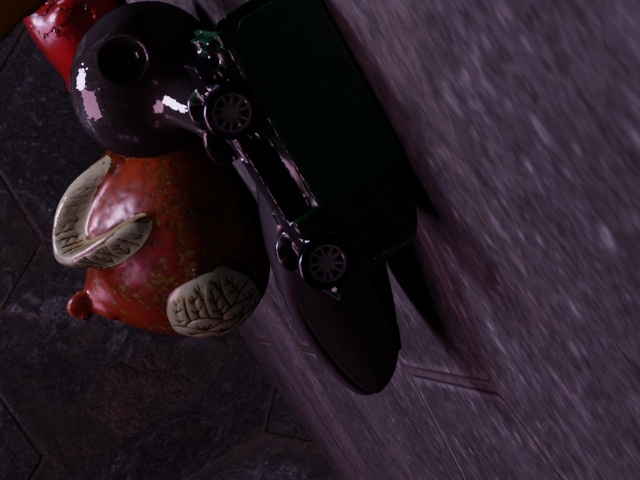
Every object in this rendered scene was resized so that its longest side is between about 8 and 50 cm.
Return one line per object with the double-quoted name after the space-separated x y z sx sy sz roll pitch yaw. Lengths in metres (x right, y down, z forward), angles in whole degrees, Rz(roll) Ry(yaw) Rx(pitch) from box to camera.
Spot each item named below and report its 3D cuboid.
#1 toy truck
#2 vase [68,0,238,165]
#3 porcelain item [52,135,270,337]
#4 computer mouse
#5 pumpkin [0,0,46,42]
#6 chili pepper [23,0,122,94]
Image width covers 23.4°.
-0.009 -0.047 0.770 0.147 0.079 0.065 61 172 -14 "toy truck"
-0.105 -0.106 1.137 0.183 0.120 0.120 29 154 45 "vase"
-0.180 0.010 1.666 0.253 0.253 0.253 57 173 10 "porcelain item"
-0.001 0.000 0.913 0.232 0.057 0.120 66 -166 -51 "computer mouse"
-0.260 -0.269 0.981 0.256 0.225 0.303 50 169 7 "pumpkin"
-0.239 -0.201 1.736 0.110 0.110 0.387 51 174 50 "chili pepper"
